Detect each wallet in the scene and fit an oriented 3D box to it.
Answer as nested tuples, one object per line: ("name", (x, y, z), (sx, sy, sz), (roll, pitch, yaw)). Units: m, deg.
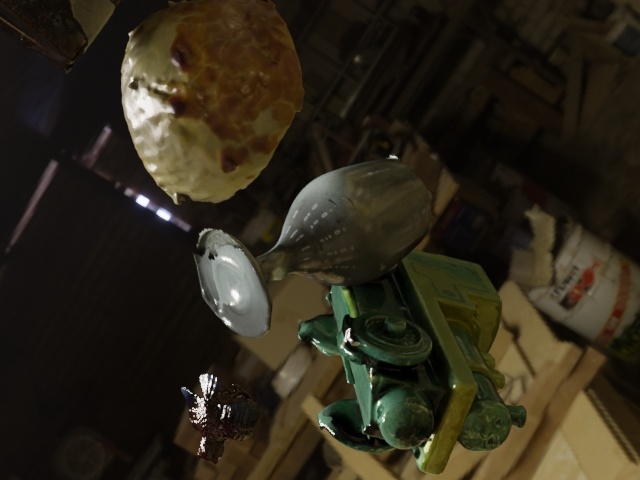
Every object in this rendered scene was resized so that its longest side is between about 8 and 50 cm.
("wallet", (-0.377, -0.349, 1.151), (0.071, 0.262, 0.221), (-39, 23, 37))

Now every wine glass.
("wine glass", (0.000, 0.000, 0.953), (0.241, 0.126, 0.126), (-28, -12, -33))

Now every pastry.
("pastry", (-0.156, -0.191, 1.164), (0.236, 0.170, 0.256), (-30, 58, 40))

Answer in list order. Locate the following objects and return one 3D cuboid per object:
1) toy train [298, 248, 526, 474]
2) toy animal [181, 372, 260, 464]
("toy train", (0.109, 0.121, 1.033), (0.369, 0.237, 0.150), (-104, 30, -66))
("toy animal", (-0.239, 0.390, 2.033), (0.116, 0.218, 0.180), (37, -114, -53))
